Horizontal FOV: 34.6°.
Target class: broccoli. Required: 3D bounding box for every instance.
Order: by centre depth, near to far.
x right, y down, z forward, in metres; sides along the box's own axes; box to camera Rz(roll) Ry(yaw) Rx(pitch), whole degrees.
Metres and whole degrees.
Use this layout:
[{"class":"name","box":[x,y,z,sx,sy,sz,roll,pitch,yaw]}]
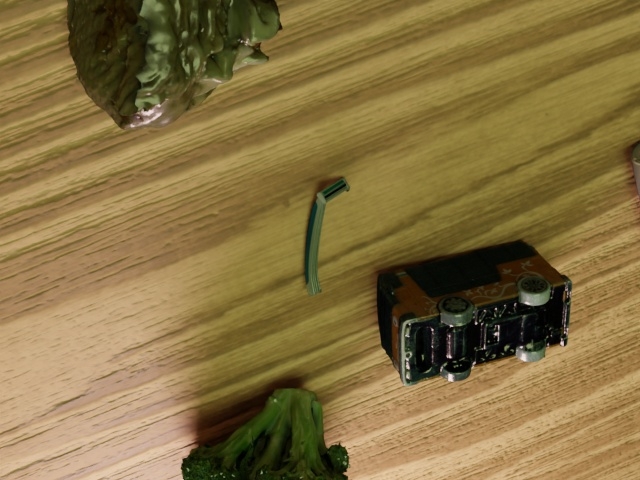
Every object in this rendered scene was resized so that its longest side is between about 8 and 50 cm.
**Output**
[{"class":"broccoli","box":[-0.072,0.376,1.613,0.308,0.275,0.308,13,156,6]}]

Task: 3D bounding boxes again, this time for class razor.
[{"class":"razor","box":[-0.003,-0.002,1.515,0.068,0.037,0.191,-33,143,-48]}]

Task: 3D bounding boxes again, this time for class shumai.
[{"class":"shumai","box":[-0.175,-0.264,1.246,0.218,0.189,0.256,-5,107,-35]}]

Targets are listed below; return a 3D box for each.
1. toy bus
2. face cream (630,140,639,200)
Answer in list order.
[{"class":"toy bus","box":[0.226,0.108,1.574,0.275,0.167,0.138,-14,123,-14]},{"class":"face cream","box":[0.566,-0.046,1.637,0.107,0.073,0.269,-26,124,6]}]
